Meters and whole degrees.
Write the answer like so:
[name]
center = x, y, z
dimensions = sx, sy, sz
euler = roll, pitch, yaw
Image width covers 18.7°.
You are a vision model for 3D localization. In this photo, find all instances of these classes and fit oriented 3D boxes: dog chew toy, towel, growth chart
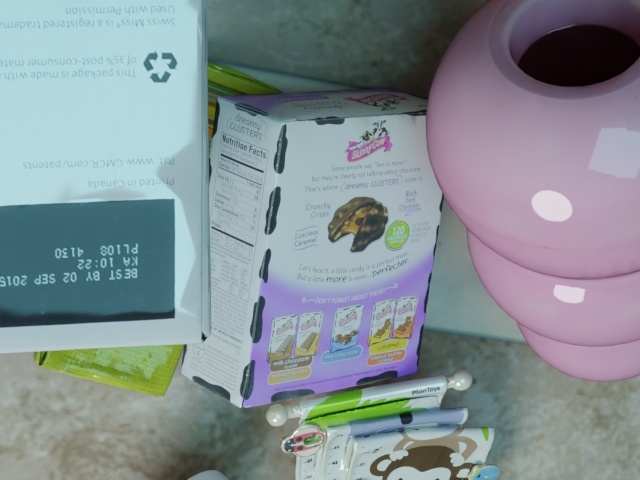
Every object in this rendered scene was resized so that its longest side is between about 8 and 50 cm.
[dog chew toy]
center = 0.184, -0.024, 1.305
dimensions = 0.206, 0.206, 0.332
euler = -25, 141, -9
[towel]
center = -0.111, -0.010, 1.328
dimensions = 0.102, 0.021, 0.237
euler = 17, 101, -21
[growth chart]
center = 0.054, 0.186, 1.412
dimensions = 0.172, 0.021, 0.237
euler = -14, 129, -9

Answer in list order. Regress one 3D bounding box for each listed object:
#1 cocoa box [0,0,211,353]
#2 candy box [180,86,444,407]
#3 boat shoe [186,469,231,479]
[cocoa box]
center = -0.252, -0.068, 1.142
dimensions = 0.347, 0.228, 0.231
euler = -2, 106, -13
[candy box]
center = 0.000, 0.000, 1.307
dimensions = 0.165, 0.070, 0.196
euler = -6, 111, -43
[boat shoe]
center = -0.100, 0.310, 1.369
dimensions = 0.108, 0.102, 0.301
euler = -2, 116, -60
